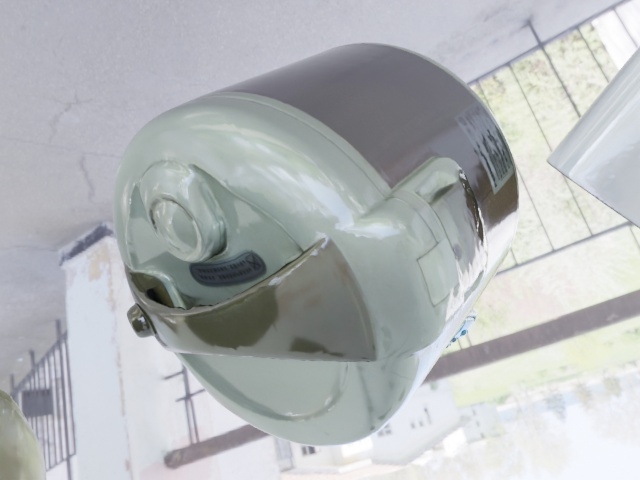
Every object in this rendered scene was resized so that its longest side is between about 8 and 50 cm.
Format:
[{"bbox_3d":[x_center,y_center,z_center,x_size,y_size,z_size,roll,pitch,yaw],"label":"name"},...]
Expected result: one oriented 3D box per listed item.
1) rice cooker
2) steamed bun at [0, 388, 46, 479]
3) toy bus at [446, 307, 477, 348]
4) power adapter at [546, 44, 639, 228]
[{"bbox_3d":[0.000,0.000,0.518,0.325,0.335,0.335,-38,179,-45],"label":"rice cooker"},{"bbox_3d":[-0.304,0.160,0.330,0.309,0.220,0.324,12,150,-11],"label":"steamed bun"},{"bbox_3d":[0.200,0.139,1.203,0.183,0.200,0.343,-45,149,25],"label":"toy bus"},{"bbox_3d":[0.424,-0.140,0.645,0.255,0.187,0.124,-55,169,24],"label":"power adapter"}]
